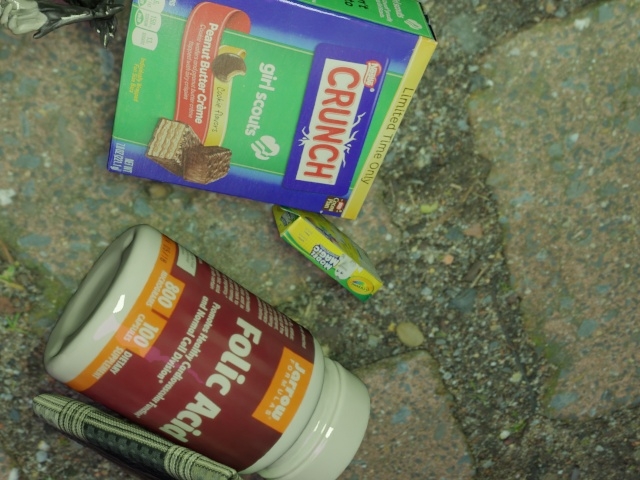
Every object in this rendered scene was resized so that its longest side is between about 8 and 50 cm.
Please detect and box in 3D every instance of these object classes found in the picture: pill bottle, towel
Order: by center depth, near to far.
[{"bbox_3d":[-0.138,0.171,1.009,0.392,0.224,0.224,36,104,-22],"label":"pill bottle"},{"bbox_3d":[-0.180,0.308,1.016,0.312,0.056,0.324,12,152,27],"label":"towel"}]

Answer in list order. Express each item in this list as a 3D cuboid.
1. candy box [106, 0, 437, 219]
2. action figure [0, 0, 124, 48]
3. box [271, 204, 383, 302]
[{"bbox_3d":[-0.066,-0.179,0.882,0.317,0.122,0.268,10,131,-14],"label":"candy box"},{"bbox_3d":[-0.251,-0.286,0.731,0.141,0.276,0.164,-11,87,-25],"label":"action figure"},{"bbox_3d":[0.000,0.000,1.021,0.043,0.105,0.179,-44,113,10],"label":"box"}]
